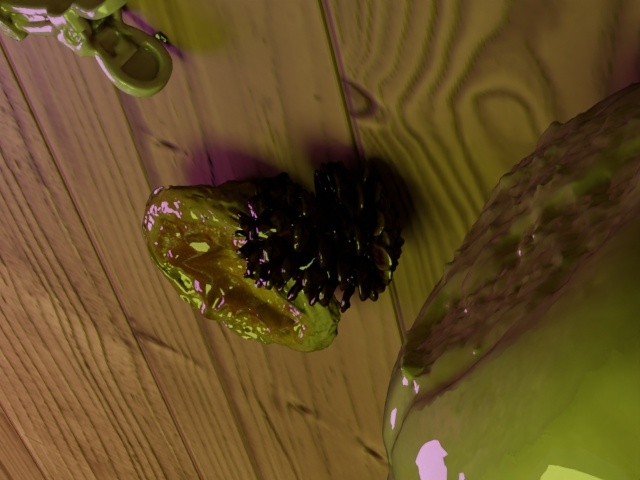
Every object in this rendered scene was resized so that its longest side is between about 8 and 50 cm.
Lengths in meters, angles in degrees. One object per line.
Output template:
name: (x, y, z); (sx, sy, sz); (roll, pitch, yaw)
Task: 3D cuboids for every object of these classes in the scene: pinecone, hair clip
pinecone: (0.000, 0.000, 0.813); (0.077, 0.083, 0.077); (166, 90, -85)
hair clip: (-0.165, -0.124, 0.867); (0.226, 0.034, 0.072); (17, 148, 37)

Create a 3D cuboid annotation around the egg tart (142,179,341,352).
egg tart: (-0.039, 0.010, 0.905); (0.130, 0.052, 0.130); (28, 151, 17)

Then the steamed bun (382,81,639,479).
steamed bun: (0.137, 0.079, 0.553); (0.232, 0.273, 0.166); (40, 110, -9)
